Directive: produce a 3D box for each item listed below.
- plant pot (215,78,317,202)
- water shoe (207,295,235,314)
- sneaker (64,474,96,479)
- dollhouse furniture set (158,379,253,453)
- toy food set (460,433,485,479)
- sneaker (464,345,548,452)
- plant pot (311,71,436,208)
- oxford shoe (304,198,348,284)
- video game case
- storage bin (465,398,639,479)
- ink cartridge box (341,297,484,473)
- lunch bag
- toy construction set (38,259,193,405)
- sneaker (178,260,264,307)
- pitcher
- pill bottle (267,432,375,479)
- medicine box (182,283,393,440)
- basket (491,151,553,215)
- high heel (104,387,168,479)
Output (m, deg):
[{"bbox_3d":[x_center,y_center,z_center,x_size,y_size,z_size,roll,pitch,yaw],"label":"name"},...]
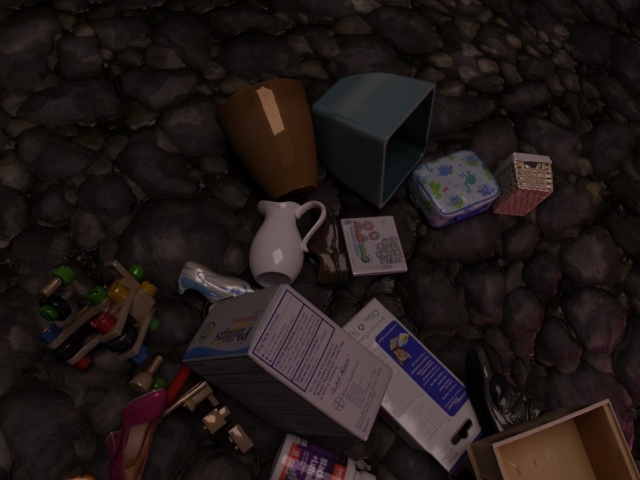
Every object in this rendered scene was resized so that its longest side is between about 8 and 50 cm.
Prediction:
[{"bbox_3d":[-0.107,-0.226,1.421,0.237,0.237,0.254,-17,80,-20],"label":"plant pot"},{"bbox_3d":[-0.165,0.214,1.213,0.080,0.073,0.203,-28,84,0],"label":"water shoe"},{"bbox_3d":[-0.499,0.519,0.999,0.262,0.099,0.121,-33,80,-17],"label":"sneaker"},{"bbox_3d":[-0.234,0.369,1.114,0.123,0.144,0.151,-36,89,-21],"label":"dollhouse furniture set"},{"bbox_3d":[0.446,0.530,1.200,0.220,0.092,0.306,-23,61,-22],"label":"toy food set"},{"bbox_3d":[0.392,0.329,1.222,0.130,0.087,0.227,-9,66,-20],"label":"sneaker"},{"bbox_3d":[0.118,-0.287,1.483,0.252,0.247,0.247,29,59,21],"label":"plant pot"},{"bbox_3d":[0.000,0.000,1.386,0.096,0.083,0.227,-6,62,-11],"label":"oxford shoe"},{"bbox_3d":[0.132,0.012,1.442,0.143,0.019,0.157,-4,63,-15],"label":"video game case"},{"bbox_3d":[0.449,0.466,1.078,0.262,0.123,0.260,-14,77,-18],"label":"storage bin"},{"bbox_3d":[0.188,0.313,1.264,0.371,0.069,0.176,43,61,15],"label":"ink cartridge box"},{"bbox_3d":[0.352,-0.135,1.529,0.219,0.090,0.176,-22,68,-22],"label":"lunch bag"},{"bbox_3d":[-0.370,0.157,1.156,0.309,0.257,0.237,37,47,-7],"label":"toy construction set"},{"bbox_3d":[-0.202,0.120,1.287,0.237,0.085,0.086,21,94,-8],"label":"sneaker"},{"bbox_3d":[-0.075,0.000,1.329,0.178,0.125,0.207,-10,54,20],"label":"pitcher"},{"bbox_3d":[0.003,0.460,1.119,0.194,0.108,0.108,22,60,0],"label":"pill bottle"},{"bbox_3d":[-0.065,0.236,1.081,0.289,0.263,0.149,42,56,-21],"label":"medicine box"},{"bbox_3d":[0.528,-0.144,1.530,0.113,0.167,0.103,5,66,-9],"label":"basket"},{"bbox_3d":[-0.322,0.365,1.037,0.082,0.244,0.117,2,49,-50],"label":"high heel"}]
